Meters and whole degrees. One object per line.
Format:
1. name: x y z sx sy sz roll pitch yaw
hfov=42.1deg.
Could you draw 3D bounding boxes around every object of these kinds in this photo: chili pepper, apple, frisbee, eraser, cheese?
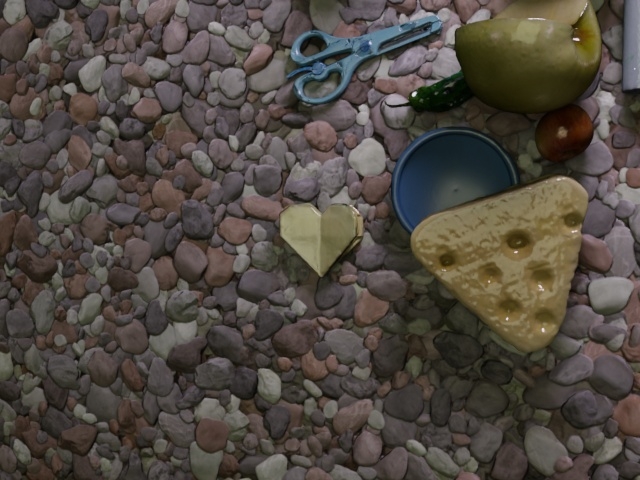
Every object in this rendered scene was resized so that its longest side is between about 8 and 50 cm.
1. chili pepper: 0.279 -0.356 1.877 0.278 0.065 0.122 -36 71 14
2. apple: 0.432 -0.377 1.717 0.257 0.295 0.234 -8 111 41
3. frisbee: 0.302 -0.113 1.875 0.289 0.049 0.290 2 100 12
4. eraser: 0.716 -0.422 1.719 0.174 0.081 0.227 1 90 18
5. apple: 0.515 -0.229 1.768 0.126 0.126 0.102 -26 70 17
6. cheese: 0.419 0.065 1.798 0.383 0.104 0.384 2 97 12

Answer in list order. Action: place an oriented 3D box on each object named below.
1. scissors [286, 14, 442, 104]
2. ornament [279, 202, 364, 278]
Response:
1. scissors: 0.097 -0.443 1.951 0.392 0.032 0.180 -16 87 18
2. ornament: 0.000 0.000 1.982 0.201 0.059 0.180 1 92 21
